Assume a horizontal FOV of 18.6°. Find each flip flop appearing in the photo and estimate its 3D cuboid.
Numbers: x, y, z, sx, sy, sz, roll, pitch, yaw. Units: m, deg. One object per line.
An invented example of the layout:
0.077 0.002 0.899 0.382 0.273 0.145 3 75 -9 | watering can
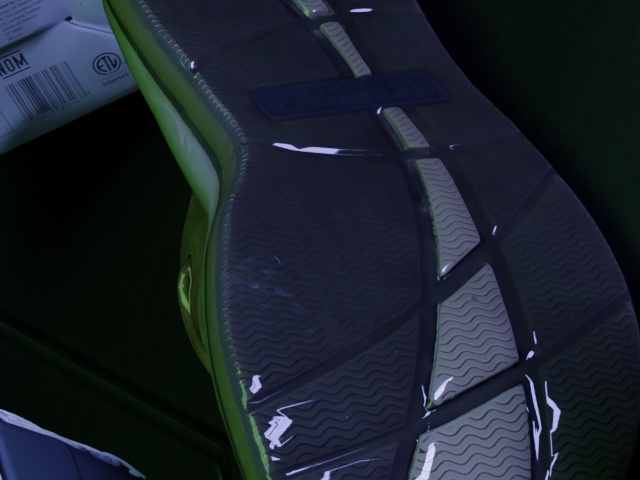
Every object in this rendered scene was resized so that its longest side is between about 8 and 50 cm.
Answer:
0.000 0.000 0.540 0.277 0.112 0.080 -117 30 -44 | flip flop

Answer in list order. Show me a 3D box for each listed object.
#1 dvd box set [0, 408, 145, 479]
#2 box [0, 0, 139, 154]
-0.134 0.281 0.479 0.420 0.062 0.307 -63 21 6 | dvd box set
-0.162 -0.155 0.774 0.169 0.087 0.290 -24 46 4 | box
